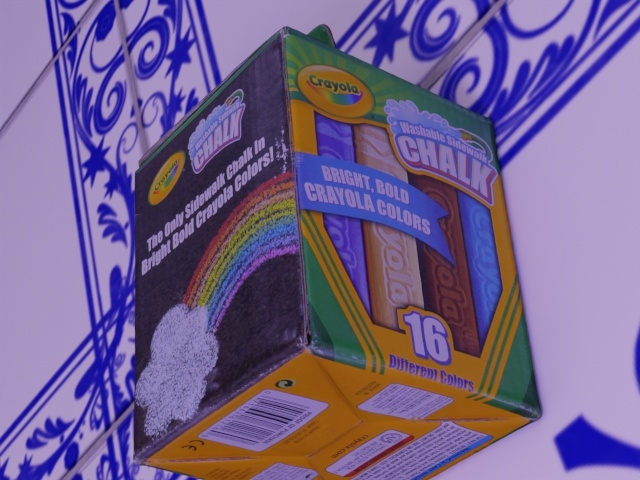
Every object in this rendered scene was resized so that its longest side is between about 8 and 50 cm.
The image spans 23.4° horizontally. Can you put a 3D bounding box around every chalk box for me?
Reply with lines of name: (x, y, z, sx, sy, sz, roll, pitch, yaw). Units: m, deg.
chalk box: (0.000, 0.000, 0.983, 0.180, 0.179, 0.289, -37, 44, 40)
